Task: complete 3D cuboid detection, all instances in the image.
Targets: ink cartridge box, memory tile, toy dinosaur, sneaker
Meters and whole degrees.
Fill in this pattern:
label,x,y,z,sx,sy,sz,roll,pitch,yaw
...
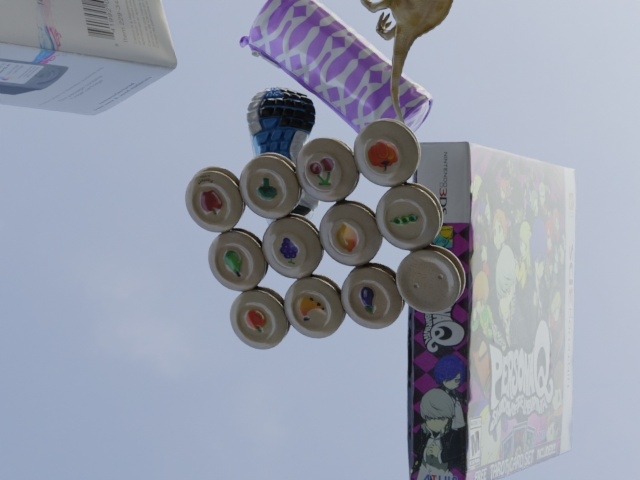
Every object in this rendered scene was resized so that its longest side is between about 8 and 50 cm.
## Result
label,x,y,z,sx,sy,sz,roll,pitch,yaw
ink cartridge box,-0.294,-0.244,1.211,0.306,0.131,0.226,2,-110,-51
memory tile,0.000,0.000,0.766,0.012,0.148,0.113,-39,-68,-62
toy dinosaur,0.078,-0.200,1.227,0.053,0.092,0.183,28,-91,-44
sneaker,-0.041,-0.071,1.371,0.071,0.083,0.191,3,-130,-6

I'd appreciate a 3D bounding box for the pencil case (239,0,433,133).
label,x,y,z,sx,sy,sz,roll,pitch,yaw
pencil case,0.016,-0.170,1.380,0.206,0.086,0.088,40,-102,15

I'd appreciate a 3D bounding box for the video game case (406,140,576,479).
label,x,y,z,sx,sy,sz,roll,pitch,yaw
video game case,0.119,0.048,0.913,0.232,0.042,0.210,5,-94,-63
